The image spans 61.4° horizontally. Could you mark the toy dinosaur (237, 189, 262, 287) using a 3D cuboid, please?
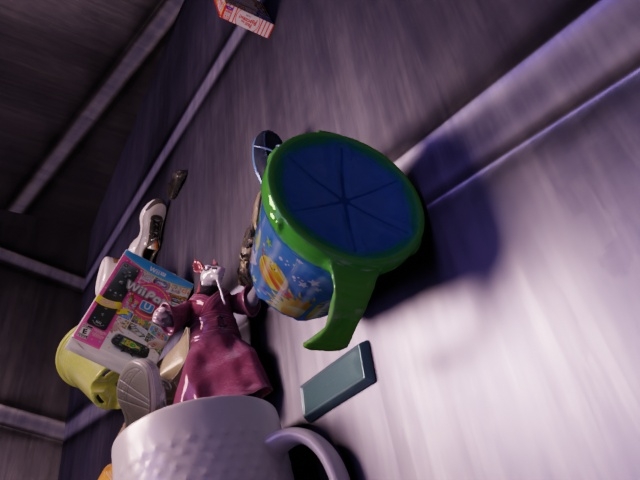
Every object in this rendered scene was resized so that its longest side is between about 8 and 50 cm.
[{"bbox_3d":[-0.139,-0.015,1.194,0.118,0.064,0.268,-5,70,66],"label":"toy dinosaur"}]

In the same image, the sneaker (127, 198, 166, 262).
[{"bbox_3d":[-0.637,-0.027,2.043,0.108,0.100,0.272,21,93,36],"label":"sneaker"}]

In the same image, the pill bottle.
[{"bbox_3d":[-0.587,0.135,1.725,0.131,0.229,0.131,-33,50,51],"label":"pill bottle"}]

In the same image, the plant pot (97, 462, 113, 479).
[{"bbox_3d":[-0.397,0.541,1.279,0.205,0.205,0.188,9,70,61],"label":"plant pot"}]

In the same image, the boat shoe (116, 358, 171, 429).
[{"bbox_3d":[-0.441,0.423,1.389,0.118,0.103,0.321,17,121,24],"label":"boat shoe"}]

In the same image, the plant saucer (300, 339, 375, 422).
[{"bbox_3d":[0.020,0.226,0.853,0.192,0.018,0.067,-47,40,42],"label":"plant saucer"}]

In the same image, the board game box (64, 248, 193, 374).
[{"bbox_3d":[-0.518,0.205,1.492,0.097,0.224,0.303,-46,20,42],"label":"board game box"}]

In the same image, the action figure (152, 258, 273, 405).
[{"bbox_3d":[-0.206,0.203,1.127,0.276,0.248,0.370,98,163,-54],"label":"action figure"}]

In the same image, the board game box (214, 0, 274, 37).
[{"bbox_3d":[-0.221,-0.655,1.525,0.045,0.146,0.193,-57,33,29],"label":"board game box"}]

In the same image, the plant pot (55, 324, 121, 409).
[{"bbox_3d":[-0.730,0.440,1.848,0.254,0.276,0.276,25,100,48],"label":"plant pot"}]

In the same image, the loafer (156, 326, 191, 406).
[{"bbox_3d":[-0.384,0.337,1.427,0.269,0.092,0.102,-64,32,21],"label":"loafer"}]

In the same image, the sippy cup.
[{"bbox_3d":[0.000,0.000,0.802,0.305,0.240,0.224,-49,-6,-43],"label":"sippy cup"}]

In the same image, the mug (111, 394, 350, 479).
[{"bbox_3d":[-0.120,0.424,0.799,0.374,0.276,0.328,-30,51,12],"label":"mug"}]

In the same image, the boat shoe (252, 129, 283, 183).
[{"bbox_3d":[-0.063,-0.125,1.091,0.089,0.109,0.258,-39,61,37],"label":"boat shoe"}]

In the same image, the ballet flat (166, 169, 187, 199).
[{"bbox_3d":[-0.530,-0.201,1.981,0.173,0.049,0.058,-42,71,52],"label":"ballet flat"}]

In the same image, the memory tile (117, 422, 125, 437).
[{"bbox_3d":[-0.693,0.722,1.875,0.113,0.012,0.148,-51,37,37],"label":"memory tile"}]
